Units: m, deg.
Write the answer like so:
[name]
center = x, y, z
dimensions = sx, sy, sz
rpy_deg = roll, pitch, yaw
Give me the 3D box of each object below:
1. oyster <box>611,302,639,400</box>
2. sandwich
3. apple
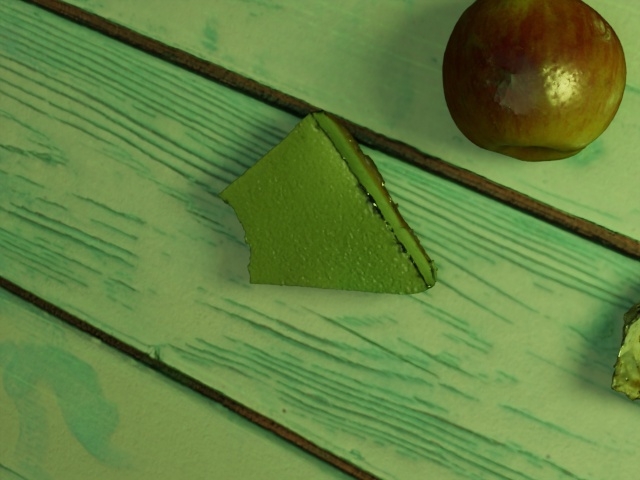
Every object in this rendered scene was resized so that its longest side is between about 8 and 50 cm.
[oyster]
center = 0.368, 0.093, 1.460
dimensions = 0.105, 0.056, 0.177
rpy_deg = 11, 105, 15
[sandwich]
center = 0.000, 0.000, 1.651
dimensions = 0.212, 0.063, 0.245
rpy_deg = -38, 79, 33
[apple]
center = 0.218, -0.175, 1.451
dimensions = 0.195, 0.160, 0.173
rpy_deg = 3, 79, 23
